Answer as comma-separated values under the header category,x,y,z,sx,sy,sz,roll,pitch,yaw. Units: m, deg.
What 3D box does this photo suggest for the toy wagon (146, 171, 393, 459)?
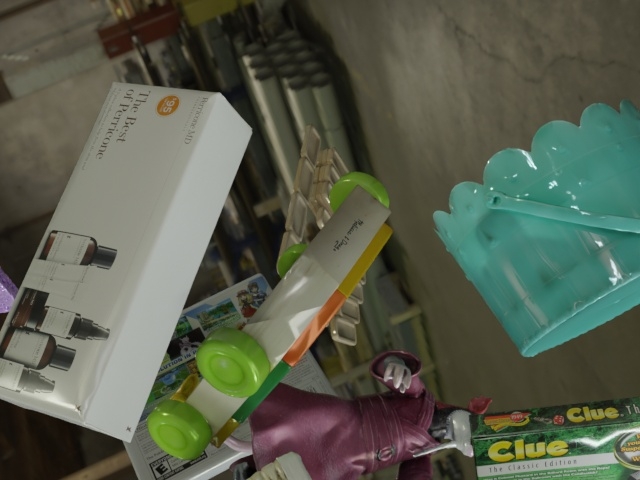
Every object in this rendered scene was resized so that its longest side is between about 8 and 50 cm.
category,x,y,z,sx,sy,sz,roll,pitch,yaw
toy wagon,-0.055,0.087,0.858,0.068,0.267,0.344,38,133,1

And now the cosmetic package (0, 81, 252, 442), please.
category,x,y,z,sx,sy,sz,roll,pitch,yaw
cosmetic package,-0.138,0.008,0.642,0.060,0.099,0.239,50,-125,-59

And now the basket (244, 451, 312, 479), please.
category,x,y,z,sx,sy,sz,roll,pitch,yaw
basket,-0.043,0.267,0.795,0.113,0.103,0.167,58,165,21

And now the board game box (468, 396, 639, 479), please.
category,x,y,z,sx,sy,sz,roll,pitch,yaw
board game box,0.251,0.177,0.724,0.030,0.259,0.136,-88,-11,-53

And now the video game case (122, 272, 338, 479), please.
category,x,y,z,sx,sy,sz,roll,pitch,yaw
video game case,-0.178,0.230,1.508,0.300,0.329,0.036,55,166,37

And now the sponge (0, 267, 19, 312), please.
category,x,y,z,sx,sy,sz,roll,pitch,yaw
sponge,-0.558,0.080,1.352,0.117,0.210,0.031,87,175,-63

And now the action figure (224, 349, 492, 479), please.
category,x,y,z,sx,sy,sz,roll,pitch,yaw
action figure,0.057,0.270,1.238,0.275,0.370,0.248,180,85,-70

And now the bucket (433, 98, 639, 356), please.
category,x,y,z,sx,sy,sz,roll,pitch,yaw
bucket,0.286,-0.007,1.040,0.183,0.281,0.281,61,173,18

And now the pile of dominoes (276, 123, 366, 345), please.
category,x,y,z,sx,sy,sz,roll,pitch,yaw
pile of dominoes,0.000,0.000,1.134,0.196,0.040,0.251,56,-147,-40
